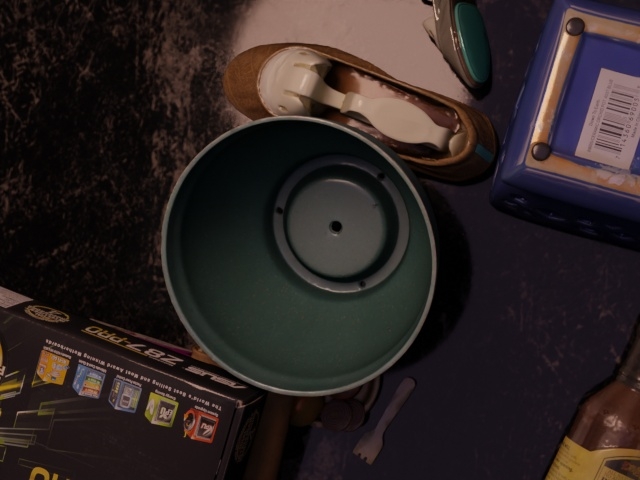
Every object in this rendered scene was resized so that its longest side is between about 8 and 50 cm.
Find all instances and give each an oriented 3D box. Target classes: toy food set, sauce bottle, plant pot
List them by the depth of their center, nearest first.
[{"bbox_3d":[0.314,-0.121,1.258,0.236,0.212,0.236,17,90,11],"label":"plant pot"},{"bbox_3d":[0.307,0.245,1.290,0.111,0.111,0.344,24,93,12],"label":"sauce bottle"},{"bbox_3d":[0.000,0.000,1.311,0.293,0.196,0.293,3,102,16],"label":"plant pot"},{"bbox_3d":[0.006,0.162,1.395,0.192,0.038,0.132,31,94,12],"label":"toy food set"}]

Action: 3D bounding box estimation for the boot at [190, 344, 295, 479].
[{"bbox_3d":[-0.059,0.272,1.358,0.236,0.089,0.269,12,98,13],"label":"boot"}]

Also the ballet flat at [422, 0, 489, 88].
[{"bbox_3d":[0.147,-0.273,1.385,0.068,0.072,0.213,-12,83,39],"label":"ballet flat"}]

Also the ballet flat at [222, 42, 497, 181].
[{"bbox_3d":[0.035,-0.153,1.363,0.342,0.124,0.116,23,93,13],"label":"ballet flat"}]

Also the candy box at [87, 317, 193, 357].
[{"bbox_3d":[-0.247,0.226,1.429,0.159,0.071,0.233,16,90,14],"label":"candy box"}]

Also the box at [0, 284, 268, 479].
[{"bbox_3d":[-0.287,0.249,1.343,0.395,0.097,0.318,20,101,14],"label":"box"}]
